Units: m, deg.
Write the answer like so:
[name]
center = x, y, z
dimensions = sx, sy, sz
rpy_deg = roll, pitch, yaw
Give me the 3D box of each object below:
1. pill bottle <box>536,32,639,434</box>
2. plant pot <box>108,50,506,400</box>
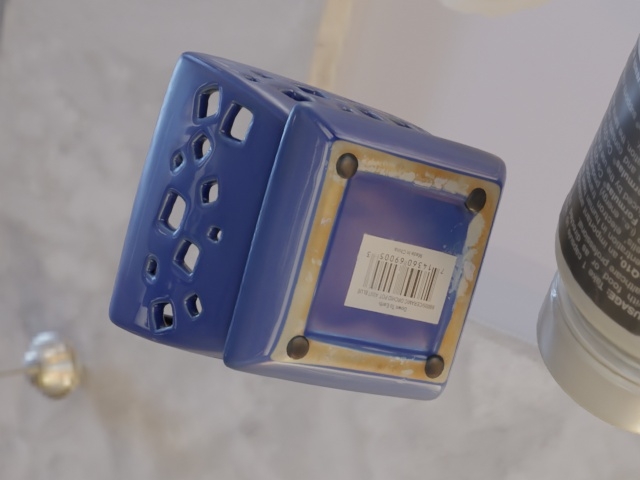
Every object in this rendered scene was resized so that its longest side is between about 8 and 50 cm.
[pill bottle]
center = 0.289, -0.032, 1.103
dimensions = 0.204, 0.204, 0.361
rpy_deg = 44, -40, 25
[plant pot]
center = 0.000, 0.000, 1.199
dimensions = 0.212, 0.236, 0.236
rpy_deg = 22, -83, 55
